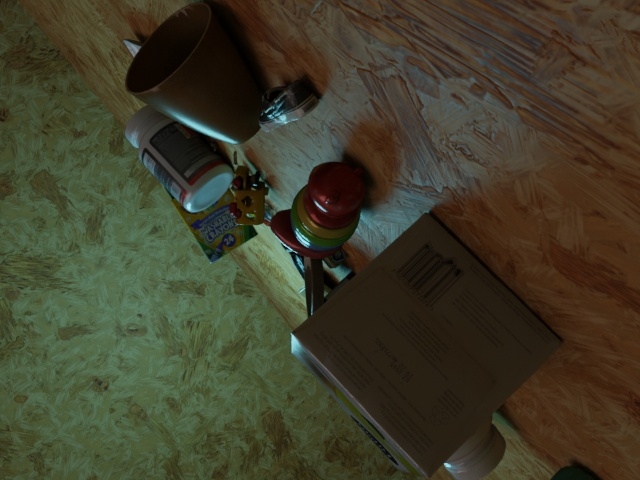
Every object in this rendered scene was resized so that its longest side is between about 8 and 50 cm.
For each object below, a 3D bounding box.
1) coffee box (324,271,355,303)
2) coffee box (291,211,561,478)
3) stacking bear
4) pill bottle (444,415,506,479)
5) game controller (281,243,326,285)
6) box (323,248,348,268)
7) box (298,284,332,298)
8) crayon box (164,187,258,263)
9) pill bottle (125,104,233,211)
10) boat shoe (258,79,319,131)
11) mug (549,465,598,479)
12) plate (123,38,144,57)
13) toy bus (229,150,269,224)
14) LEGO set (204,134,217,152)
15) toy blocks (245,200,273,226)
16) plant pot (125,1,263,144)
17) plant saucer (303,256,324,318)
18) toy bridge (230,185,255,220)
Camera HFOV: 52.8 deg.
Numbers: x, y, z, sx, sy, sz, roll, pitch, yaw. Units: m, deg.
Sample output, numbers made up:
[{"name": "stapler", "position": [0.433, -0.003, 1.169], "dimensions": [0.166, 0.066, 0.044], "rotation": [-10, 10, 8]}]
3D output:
[{"name": "coffee box", "position": [0.143, 0.253, 1.938], "dimensions": [0.297, 0.119, 0.168], "rotation": [47, 167, 6]}, {"name": "coffee box", "position": [0.176, 0.213, 1.262], "dimensions": [0.337, 0.338, 0.334], "rotation": [46, 167, 10]}, {"name": "stacking bear", "position": [0.014, -0.075, 1.385], "dimensions": [0.164, 0.175, 0.289], "rotation": [49, 159, 6]}, {"name": "pill bottle", "position": [0.302, 0.430, 1.703], "dimensions": [0.408, 0.229, 0.229], "rotation": [51, 166, -9]}, {"name": "game controller", "position": [-0.040, 0.111, 2.271], "dimensions": [0.166, 0.067, 0.319], "rotation": [55, 175, 48]}, {"name": "box", "position": [0.000, 0.000, 1.822], "dimensions": [0.169, 0.054, 0.059], "rotation": [49, 167, -7]}, {"name": "box", "position": [0.029, 0.213, 2.223], "dimensions": [0.201, 0.021, 0.164], "rotation": [36, 153, -5]}, {"name": "crayon box", "position": [-0.399, -0.106, 2.347], "dimensions": [0.323, 0.203, 0.083], "rotation": [59, 175, -11]}, {"name": "pill bottle", "position": [-0.486, -0.288, 2.201], "dimensions": [0.363, 0.210, 0.210], "rotation": [46, 166, 12]}, {"name": "boat shoe", "position": [-0.076, -0.273, 1.278], "dimensions": [0.070, 0.078, 0.219], "rotation": [52, 158, -17]}, {"name": "mug", "position": [0.607, 0.601, 1.514], "dimensions": [0.129, 0.097, 0.158], "rotation": [35, 162, 41]}, {"name": "plate", "position": [-0.452, -0.478, 1.923], "dimensions": [0.277, 0.045, 0.278], "rotation": [30, 157, 50]}, {"name": "toy bus", "position": [-0.210, -0.146, 1.956], "dimensions": [0.104, 0.191, 0.202], "rotation": [3, 162, 0]}, {"name": "LEGO set", "position": [-0.355, -0.320, 2.117], "dimensions": [0.083, 0.023, 0.054], "rotation": [57, 169, 25]}, {"name": "toy blocks", "position": [-0.197, -0.088, 2.188], "dimensions": [0.148, 0.054, 0.123], "rotation": [38, 162, 34]}, {"name": "plant pot", "position": [-0.235, -0.327, 1.371], "dimensions": [0.254, 0.237, 0.237], "rotation": [40, 175, -41]}, {"name": "plant saucer", "position": [-0.021, 0.118, 1.950], "dimensions": [0.278, 0.041, 0.278], "rotation": [178, 90, -83]}, {"name": "toy bridge", "position": [-0.268, -0.127, 2.356], "dimensions": [0.063, 0.026, 0.188], "rotation": [37, 163, 39]}]
